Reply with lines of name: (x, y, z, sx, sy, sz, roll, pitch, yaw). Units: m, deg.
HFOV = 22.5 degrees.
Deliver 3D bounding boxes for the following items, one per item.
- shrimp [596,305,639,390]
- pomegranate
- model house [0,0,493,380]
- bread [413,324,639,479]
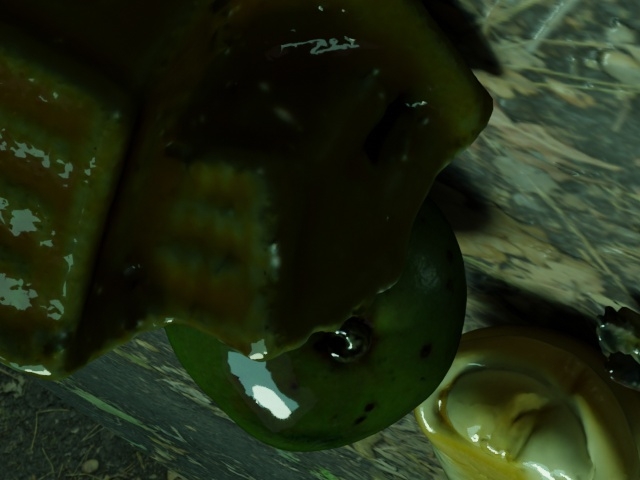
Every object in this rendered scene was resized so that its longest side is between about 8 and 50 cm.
shrimp: (0.234, 0.085, 0.952, 0.254, 0.059, 0.145, 30, 175, -23)
pomegranate: (-0.012, 0.026, 0.990, 0.187, 0.187, 0.225, 34, 180, -21)
model house: (-0.080, -0.049, 0.714, 0.268, 0.239, 0.173, 29, 164, 3)
bread: (0.167, 0.153, 1.158, 0.172, 0.121, 0.311, 26, 165, 21)
